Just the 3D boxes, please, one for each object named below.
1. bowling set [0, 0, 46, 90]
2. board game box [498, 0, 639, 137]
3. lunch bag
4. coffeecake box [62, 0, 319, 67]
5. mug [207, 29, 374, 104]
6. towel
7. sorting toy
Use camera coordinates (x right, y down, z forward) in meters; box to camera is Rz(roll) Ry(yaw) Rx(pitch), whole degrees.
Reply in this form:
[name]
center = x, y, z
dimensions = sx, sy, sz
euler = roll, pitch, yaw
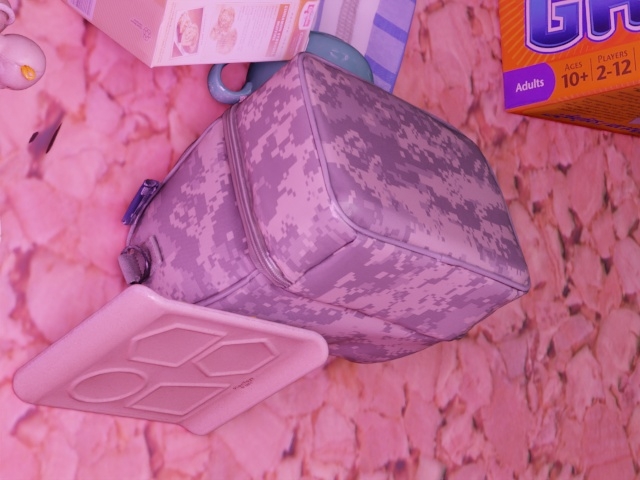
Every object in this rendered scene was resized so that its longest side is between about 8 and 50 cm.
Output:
[bowling set]
center = -0.333, -0.138, 0.986
dimensions = 0.154, 0.287, 0.200
euler = 21, 112, -34
[board game box]
center = 0.470, -0.345, 1.659
dimensions = 0.356, 0.356, 0.357
euler = 4, 81, -44
[lunch bag]
center = 0.000, 0.000, 1.216
dimensions = 0.305, 0.256, 0.213
euler = 19, 43, -44
[coffeecake box]
center = -0.118, -0.222, 1.201
dimensions = 0.185, 0.142, 0.068
euler = -11, 128, -45
[mug]
center = -0.018, -0.155, 1.301
dimensions = 0.157, 0.129, 0.097
euler = 36, 57, -50
[towel]
center = 0.008, -0.309, 1.423
dimensions = 0.285, 0.034, 0.209
euler = 32, 63, -38
[sorting toy]
center = -0.128, 0.103, 1.124
dimensions = 0.208, 0.193, 0.038
euler = 21, 47, -40
